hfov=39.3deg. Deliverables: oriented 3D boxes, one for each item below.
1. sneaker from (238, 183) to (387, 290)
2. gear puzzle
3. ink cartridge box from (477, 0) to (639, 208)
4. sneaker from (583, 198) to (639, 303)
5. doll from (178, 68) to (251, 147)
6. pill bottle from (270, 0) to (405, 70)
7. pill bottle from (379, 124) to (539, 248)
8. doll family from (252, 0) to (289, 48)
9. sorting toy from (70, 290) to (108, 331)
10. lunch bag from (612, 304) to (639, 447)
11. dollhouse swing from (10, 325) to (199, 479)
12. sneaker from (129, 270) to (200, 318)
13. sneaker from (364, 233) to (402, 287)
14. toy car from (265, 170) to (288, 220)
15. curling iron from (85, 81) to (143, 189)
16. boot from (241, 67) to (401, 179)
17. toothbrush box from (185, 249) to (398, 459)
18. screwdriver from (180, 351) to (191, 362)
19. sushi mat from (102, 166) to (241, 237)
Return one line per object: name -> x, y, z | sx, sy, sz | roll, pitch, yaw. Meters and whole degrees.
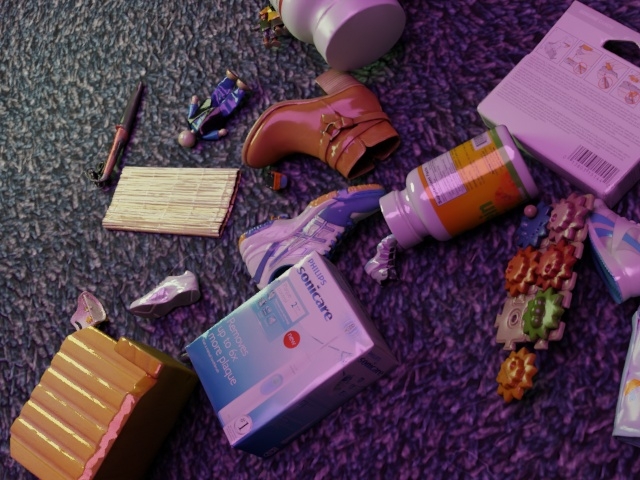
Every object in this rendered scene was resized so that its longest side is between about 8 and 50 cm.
sneaker -> 0.000, 0.000, 1.640 | 0.296, 0.112, 0.131 | -26, 75, 17
gear puzzle -> 0.320, 0.086, 1.389 | 0.175, 0.044, 0.339 | -18, 51, 64
ink cartridge box -> 0.459, -0.235, 1.514 | 0.261, 0.066, 0.296 | -47, 55, 0
sneaker -> 0.459, 0.008, 1.360 | 0.092, 0.087, 0.228 | -18, 33, 9
doll -> -0.235, -0.274, 1.916 | 0.189, 0.046, 0.129 | -49, 63, 7
pill bottle -> -0.008, -0.537, 1.758 | 0.229, 0.229, 0.407 | -35, 66, 9
pill bottle -> 0.231, -0.082, 1.519 | 0.246, 0.136, 0.136 | -27, 57, 15
doll family -> -0.058, -0.490, 1.908 | 0.193, 0.076, 0.111 | -14, 60, 3
sorting toy -> -0.482, 0.162, 1.843 | 0.075, 0.045, 0.083 | -41, 55, 14
lunch bag -> 0.541, 0.197, 1.207 | 0.262, 0.160, 0.223 | 11, 73, 26
dollhouse swing -> -0.446, 0.315, 1.610 | 0.305, 0.315, 0.346 | 28, 82, 15
sneaker -> -0.306, 0.109, 1.771 | 0.152, 0.053, 0.061 | -20, 49, 12
sneaker -> 0.123, 0.041, 1.566 | 0.069, 0.038, 0.098 | 51, 133, 27
toy car -> -0.083, -0.080, 1.760 | 0.041, 0.060, 0.122 | 2, 81, -18
curling iron -> -0.460, -0.242, 2.027 | 0.068, 0.035, 0.274 | 9, 72, 31
boot -> 0.001, -0.182, 1.725 | 0.283, 0.109, 0.220 | -35, 59, 0
toothbrush box -> -0.051, 0.198, 1.540 | 0.295, 0.126, 0.216 | -36, 57, 7
screwdriver -> -0.184, 0.202, 1.679 | 0.170, 0.024, 0.025 | -17, 31, 13
sushi mat -> -0.315, -0.085, 1.885 | 0.317, 0.019, 0.151 | 4, 68, 30
